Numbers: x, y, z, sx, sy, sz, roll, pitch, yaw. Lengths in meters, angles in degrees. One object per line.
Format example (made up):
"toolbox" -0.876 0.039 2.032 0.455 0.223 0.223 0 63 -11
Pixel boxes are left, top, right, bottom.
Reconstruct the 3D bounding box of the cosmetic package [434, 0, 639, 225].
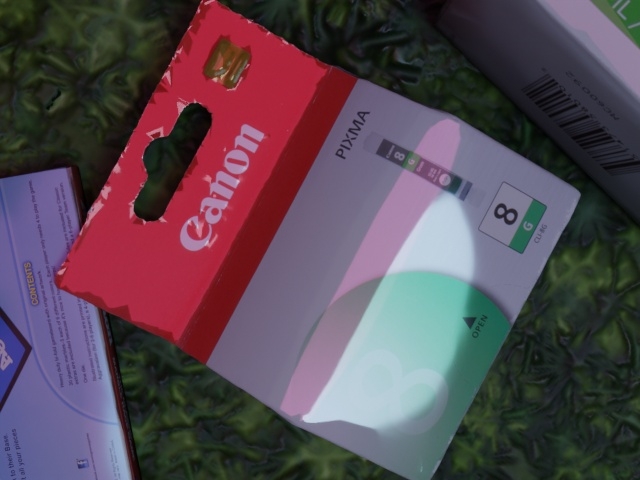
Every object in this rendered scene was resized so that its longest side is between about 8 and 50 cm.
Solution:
"cosmetic package" 0.256 -0.189 0.451 0.197 0.155 0.365 43 90 -2

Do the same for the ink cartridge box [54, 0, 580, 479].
"ink cartridge box" 0.000 0.000 0.478 0.225 0.056 0.181 28 90 -14

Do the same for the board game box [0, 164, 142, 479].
"board game box" -0.178 0.110 0.496 0.145 0.027 0.281 -11 93 -5
